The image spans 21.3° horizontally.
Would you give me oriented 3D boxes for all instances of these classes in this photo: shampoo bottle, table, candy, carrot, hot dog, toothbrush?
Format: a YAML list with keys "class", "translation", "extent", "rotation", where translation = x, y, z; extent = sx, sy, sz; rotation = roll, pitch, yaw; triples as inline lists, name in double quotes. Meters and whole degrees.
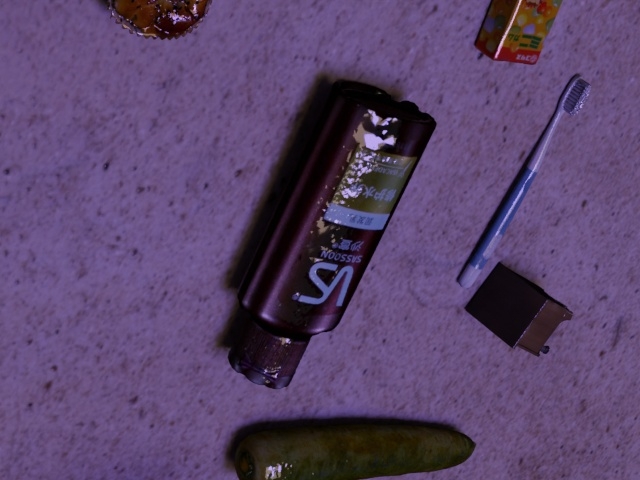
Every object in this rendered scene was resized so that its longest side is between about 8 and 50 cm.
- class: "shampoo bottle"
  translation: [0.000, 0.000, 1.730]
  extent: [0.129, 0.084, 0.323]
  rotation: [11, 114, -39]
- class: "table"
  translation: [0.236, 0.085, 1.978]
  extent: [0.082, 0.083, 0.070]
  rotation: [26, 100, -50]
- class: "candy"
  translation: [0.211, -0.243, 1.745]
  extent: [0.062, 0.038, 0.122]
  rotation: [1, 120, -38]
- class: "carrot"
  translation: [0.054, 0.247, 1.967]
  extent: [0.358, 0.074, 0.074]
  rotation: [2, 120, -40]
- class: "hot dog"
  translation: [-0.114, -0.262, 1.468]
  extent: [0.108, 0.059, 0.191]
  rotation: [11, 116, -37]
- class: "toothbrush"
  translation: [0.228, -0.061, 1.904]
  extent: [0.019, 0.025, 0.275]
  rotation: [12, 112, -43]
